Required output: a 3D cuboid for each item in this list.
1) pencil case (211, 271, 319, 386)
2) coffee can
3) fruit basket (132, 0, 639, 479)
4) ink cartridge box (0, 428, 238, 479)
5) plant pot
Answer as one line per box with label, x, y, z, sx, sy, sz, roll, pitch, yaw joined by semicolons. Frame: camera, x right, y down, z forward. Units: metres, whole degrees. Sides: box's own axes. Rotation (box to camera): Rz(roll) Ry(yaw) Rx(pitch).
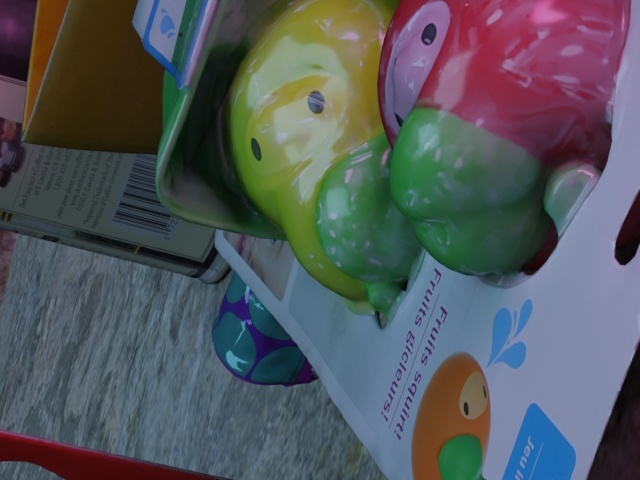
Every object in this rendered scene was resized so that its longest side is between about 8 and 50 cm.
pencil case;0.000;0.000;0.984;0.070;0.064;0.151;39;119;32
coffee can;-0.180;-0.099;1.333;0.201;0.275;0.201;-165;90;-75
fruit basket;0.046;-0.082;0.704;0.353;0.165;0.327;-120;46;-65
ink cartridge box;-0.178;0.190;0.999;0.261;0.296;0.066;122;157;-48
plant pot;-0.031;-0.164;1.015;0.212;0.187;0.212;-95;25;-53
